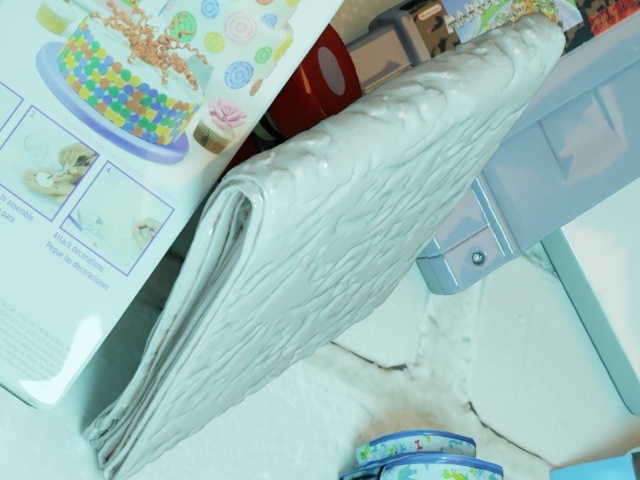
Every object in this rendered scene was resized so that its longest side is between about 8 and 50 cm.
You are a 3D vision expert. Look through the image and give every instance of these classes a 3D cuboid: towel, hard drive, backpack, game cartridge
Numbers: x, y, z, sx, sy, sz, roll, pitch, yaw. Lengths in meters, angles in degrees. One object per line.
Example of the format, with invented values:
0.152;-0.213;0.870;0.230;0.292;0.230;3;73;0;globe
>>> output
0.000;0.000;1.360;0.053;0.317;0.332;45;44;12;towel
0.364;-0.031;1.815;0.353;0.047;0.233;-34;102;-26;hard drive
0.081;0.188;1.503;0.105;0.114;0.084;17;67;-39;backpack
0.189;-0.135;1.674;0.355;0.068;0.230;-31;104;-26;game cartridge

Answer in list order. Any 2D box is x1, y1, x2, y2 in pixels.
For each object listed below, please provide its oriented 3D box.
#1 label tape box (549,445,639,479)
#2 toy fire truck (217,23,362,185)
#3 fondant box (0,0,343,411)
0.387;0.283;1.733;0.347;0.115;0.249;-12;83;-3;label tape box
-0.057;-0.157;1.458;0.302;0.169;0.254;68;24;-2;toy fire truck
-0.174;-0.094;1.226;0.238;0.096;0.330;37;80;-9;fondant box
